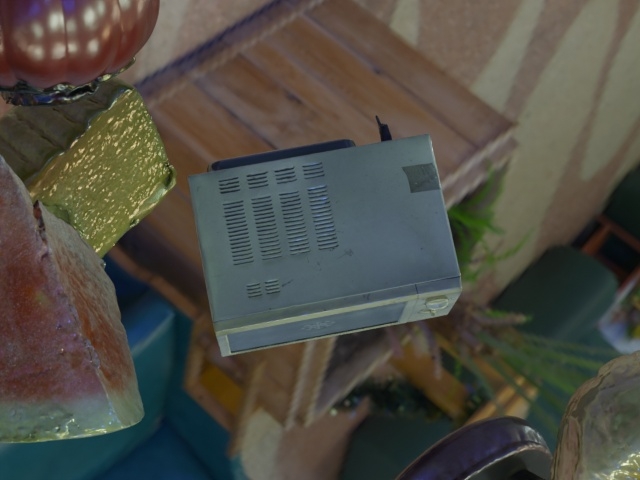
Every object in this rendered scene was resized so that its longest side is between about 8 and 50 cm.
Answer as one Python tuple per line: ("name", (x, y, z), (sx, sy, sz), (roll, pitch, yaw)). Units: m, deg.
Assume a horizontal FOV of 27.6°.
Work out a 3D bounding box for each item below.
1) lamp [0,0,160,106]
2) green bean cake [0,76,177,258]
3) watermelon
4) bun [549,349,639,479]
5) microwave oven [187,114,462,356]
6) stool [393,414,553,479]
("lamp", (-0.268, -0.238, 1.245), (0.227, 0.227, 0.227), (-43, 160, -20))
("green bean cake", (-0.319, -0.086, 1.655), (0.233, 0.124, 0.236), (-47, 152, -19))
("watermelon", (-0.295, 0.068, 1.164), (0.193, 0.310, 0.231), (57, 47, -55))
("bun", (0.314, 0.193, 1.153), (0.244, 0.153, 0.243), (-4, 128, -6))
("microwave oven", (0.000, 0.000, 1.301), (0.241, 0.194, 0.145), (-10, 164, -4))
("stool", (0.192, 0.351, 1.492), (0.272, 0.178, 0.272), (-24, 139, -23))
